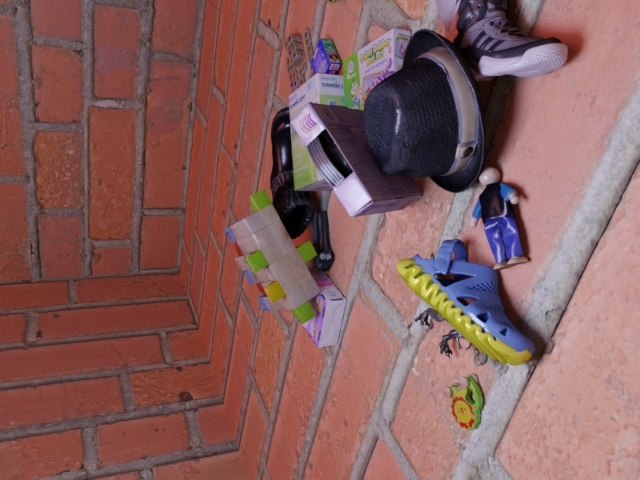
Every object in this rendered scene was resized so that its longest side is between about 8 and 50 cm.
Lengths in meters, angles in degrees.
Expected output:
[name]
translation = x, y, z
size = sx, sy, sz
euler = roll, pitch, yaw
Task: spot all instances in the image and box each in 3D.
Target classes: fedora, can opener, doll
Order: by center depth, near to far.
[doll]
translation = 0.318, -0.044, 1.044
size = 0.129, 0.046, 0.189
euler = -32, 64, 61
[fedora]
translation = 0.174, -0.223, 1.098
size = 0.334, 0.153, 0.334
euler = 160, 90, -79
[can opener]
translation = 0.000, 0.000, 1.715
size = 0.073, 0.059, 0.186
euler = 158, 108, -64

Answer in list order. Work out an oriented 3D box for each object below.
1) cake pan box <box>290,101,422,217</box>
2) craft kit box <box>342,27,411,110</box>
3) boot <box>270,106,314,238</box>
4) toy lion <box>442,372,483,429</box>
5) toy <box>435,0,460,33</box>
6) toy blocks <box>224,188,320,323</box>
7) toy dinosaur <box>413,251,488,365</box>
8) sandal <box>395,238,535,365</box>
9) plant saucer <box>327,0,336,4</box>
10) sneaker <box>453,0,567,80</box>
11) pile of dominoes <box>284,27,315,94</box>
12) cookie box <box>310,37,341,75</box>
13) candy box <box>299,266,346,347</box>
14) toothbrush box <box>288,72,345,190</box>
[cake pan box]
translation = 0.082, -0.171, 1.217
size = 0.070, 0.267, 0.245
euler = -41, 76, 30
[craft kit box]
translation = 0.136, -0.351, 1.402
size = 0.250, 0.061, 0.246
euler = 177, 93, -65
[boot]
translation = -0.086, -0.199, 1.747
size = 0.260, 0.131, 0.348
euler = -97, 9, -49
[toy lion]
translation = 0.293, 0.327, 1.155
size = 0.096, 0.034, 0.100
euler = 67, 148, 24
[toy]
translation = 0.257, -0.531, 1.113
size = 0.137, 0.056, 0.237
euler = 100, 163, -55
[toy blocks]
translation = -0.159, 0.060, 1.707
size = 0.381, 0.191, 0.261
euler = 62, 154, -6
[toy dinosaur]
translation = 0.261, 0.161, 1.171
size = 0.118, 0.064, 0.268
euler = -55, 41, 31
[sandal]
translation = 0.277, 0.098, 1.066
size = 0.317, 0.138, 0.126
euler = 47, 178, 41
[plant saucer]
translation = 0.038, -0.768, 1.581
size = 0.188, 0.045, 0.188
euler = -121, 37, -46
[sneaker]
translation = 0.305, -0.354, 0.975
size = 0.268, 0.101, 0.153
euler = -154, 62, -65
[pile of dominoes]
translation = -0.074, -0.536, 1.849
size = 0.196, 0.040, 0.251
euler = 140, 124, -59
[cookie box]
translation = 0.015, -0.512, 1.658
size = 0.092, 0.040, 0.107
euler = 121, 139, -50
[candy box]
translation = -0.006, 0.197, 1.732
size = 0.196, 0.070, 0.164
euler = -132, 45, -53
[toothbrush box]
translation = 0.009, -0.291, 1.598
size = 0.206, 0.122, 0.283
euler = 171, 97, -65
